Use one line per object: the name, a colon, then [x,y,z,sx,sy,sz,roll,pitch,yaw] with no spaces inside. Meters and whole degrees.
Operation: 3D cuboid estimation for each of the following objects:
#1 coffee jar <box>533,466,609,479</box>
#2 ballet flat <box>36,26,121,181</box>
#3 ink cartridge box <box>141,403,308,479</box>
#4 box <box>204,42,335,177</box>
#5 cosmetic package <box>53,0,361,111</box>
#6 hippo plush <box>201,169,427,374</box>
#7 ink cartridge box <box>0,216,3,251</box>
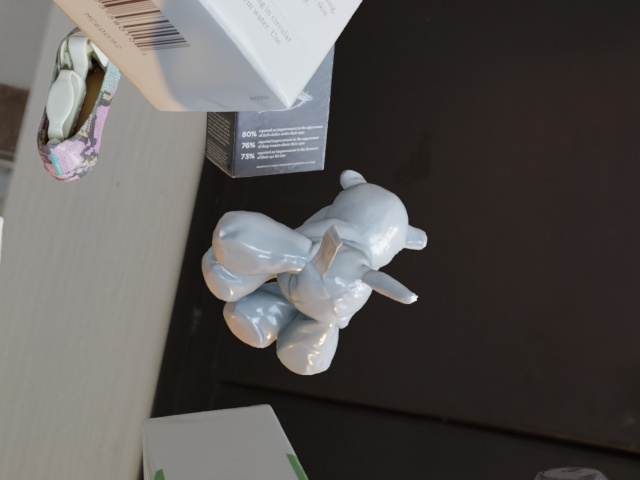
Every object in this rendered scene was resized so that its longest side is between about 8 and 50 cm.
coffee jar: [0.309,0.333,1.054,0.096,0.079,0.184,-15,118,51]
ballet flat: [-0.266,-0.171,1.040,0.077,0.221,0.079,2,150,3]
ink cartridge box: [-0.053,0.226,0.565,0.087,0.208,0.153,-4,-163,-16]
box: [-0.075,-0.207,1.372,0.153,0.207,0.108,-6,-155,-28]
cosmetic package: [-0.027,-0.283,0.633,0.155,0.365,0.197,7,147,46]
hippo plush: [0.000,0.000,1.246,0.234,0.236,0.294,39,137,-3]
ink cartridge box: [-0.443,0.019,0.779,0.283,0.117,0.207,20,-151,8]
